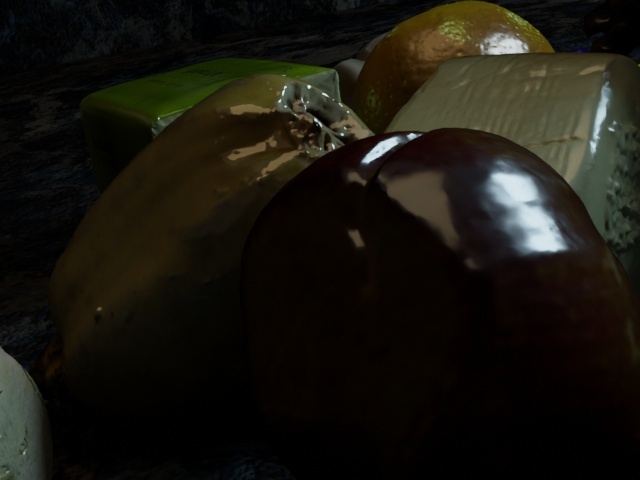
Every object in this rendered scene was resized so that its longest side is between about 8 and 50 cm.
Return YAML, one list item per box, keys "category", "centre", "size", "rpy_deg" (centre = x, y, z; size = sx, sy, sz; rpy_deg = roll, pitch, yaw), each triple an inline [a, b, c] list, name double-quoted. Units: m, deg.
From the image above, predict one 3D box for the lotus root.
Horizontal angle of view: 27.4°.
- category: "lotus root"
  centre: [-0.087, 0.026, 0.885]
  size: [0.151, 0.169, 0.342]
  rpy_deg: [12, -42, -39]

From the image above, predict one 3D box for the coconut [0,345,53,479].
- category: "coconut"
  centre: [-0.250, 0.126, 0.732]
  size: [0.182, 0.171, 0.171]
  rpy_deg: [-8, 16, 11]

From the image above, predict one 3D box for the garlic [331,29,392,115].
- category: "garlic"
  centre: [0.134, -0.188, 1.619]
  size: [0.279, 0.132, 0.325]
  rpy_deg: [-4, 20, -3]

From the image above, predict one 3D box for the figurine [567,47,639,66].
- category: "figurine"
  centre: [0.439, -0.153, 1.258]
  size: [0.420, 0.154, 0.193]
  rpy_deg: [-13, -22, 23]

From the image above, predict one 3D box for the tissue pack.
- category: "tissue pack"
  centre: [-0.112, -0.094, 1.380]
  size: [0.200, 0.167, 0.274]
  rpy_deg: [-17, 17, -21]

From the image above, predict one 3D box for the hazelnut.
- category: "hazelnut"
  centre: [0.066, 0.055, 0.690]
  size: [0.218, 0.234, 0.218]
  rpy_deg: [-21, -27, -12]

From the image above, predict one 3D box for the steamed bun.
- category: "steamed bun"
  centre: [0.134, -0.015, 0.925]
  size: [0.200, 0.155, 0.250]
  rpy_deg: [-1, 45, 35]

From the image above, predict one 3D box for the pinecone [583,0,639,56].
- category: "pinecone"
  centre: [0.377, -0.187, 1.025]
  size: [0.384, 0.384, 0.384]
  rpy_deg: [-11, 16, 3]

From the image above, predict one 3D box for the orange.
- category: "orange"
  centre: [0.154, -0.166, 1.388]
  size: [0.237, 0.179, 0.158]
  rpy_deg: [-15, -28, -27]
